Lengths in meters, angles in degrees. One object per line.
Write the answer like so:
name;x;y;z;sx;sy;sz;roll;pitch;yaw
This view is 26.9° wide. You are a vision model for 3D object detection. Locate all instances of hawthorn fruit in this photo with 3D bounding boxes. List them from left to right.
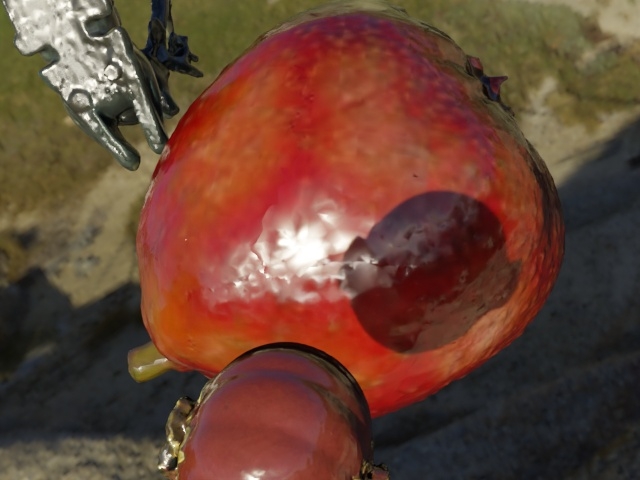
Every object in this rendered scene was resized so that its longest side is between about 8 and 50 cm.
hawthorn fruit;0.000;0.000;0.867;0.307;0.265;0.265;-36;24;0

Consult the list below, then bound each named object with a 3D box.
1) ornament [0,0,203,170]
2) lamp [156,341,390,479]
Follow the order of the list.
ornament;-0.162;-0.168;0.971;0.080;0.202;0.236;-27;15;11
lamp;-0.018;0.089;0.524;0.090;0.101;0.101;16;35;5
